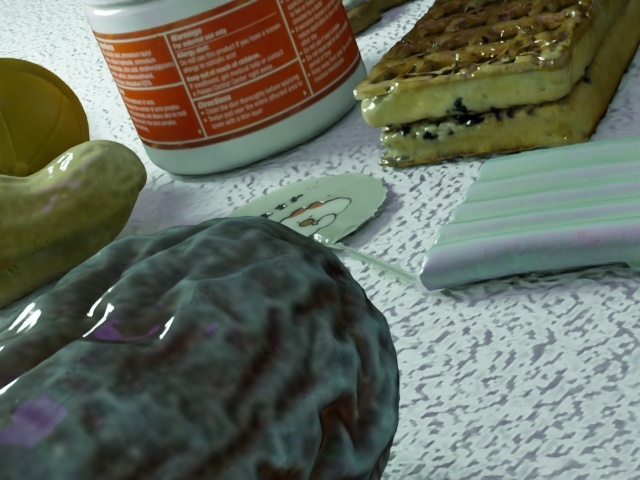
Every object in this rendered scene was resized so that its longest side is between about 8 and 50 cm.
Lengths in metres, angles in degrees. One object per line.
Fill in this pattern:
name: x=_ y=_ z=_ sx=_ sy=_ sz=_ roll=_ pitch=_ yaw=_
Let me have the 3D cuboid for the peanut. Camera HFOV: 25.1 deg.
peanut: x=-0.270 y=-0.018 z=1.339 sx=0.236 sy=0.120 sz=0.110 roll=-32 pitch=-13 yaw=-10

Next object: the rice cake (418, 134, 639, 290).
rice cake: x=0.192 y=-0.026 z=1.076 sx=0.198 sy=0.037 sz=0.189 roll=-4 pitch=29 yaw=34

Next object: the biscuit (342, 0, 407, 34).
biscuit: x=-0.015 y=-0.301 z=1.810 sx=0.197 sy=0.049 sz=0.302 roll=-35 pitch=27 yaw=-32

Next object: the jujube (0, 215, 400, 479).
jujube: x=-0.085 y=0.119 z=0.789 sx=0.226 sy=0.226 sz=0.317 roll=-2 pitch=25 yaw=37

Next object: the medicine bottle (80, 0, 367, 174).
medicine bottle: x=-0.103 y=-0.225 z=1.485 sx=0.253 sy=0.240 sz=0.252 roll=-17 pitch=25 yaw=8

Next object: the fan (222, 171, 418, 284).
fan: x=0.000 y=0.001 z=1.210 sx=0.191 sy=0.009 sz=0.329 roll=-29 pitch=23 yaw=-20

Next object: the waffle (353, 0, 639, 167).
waffle: x=0.185 y=-0.186 z=1.349 sx=0.213 sy=0.091 sz=0.308 roll=-6 pitch=29 yaw=32

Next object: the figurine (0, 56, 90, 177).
figurine: x=-0.339 y=-0.090 z=1.502 sx=0.192 sy=0.167 sz=0.257 roll=-42 pitch=7 yaw=-14
